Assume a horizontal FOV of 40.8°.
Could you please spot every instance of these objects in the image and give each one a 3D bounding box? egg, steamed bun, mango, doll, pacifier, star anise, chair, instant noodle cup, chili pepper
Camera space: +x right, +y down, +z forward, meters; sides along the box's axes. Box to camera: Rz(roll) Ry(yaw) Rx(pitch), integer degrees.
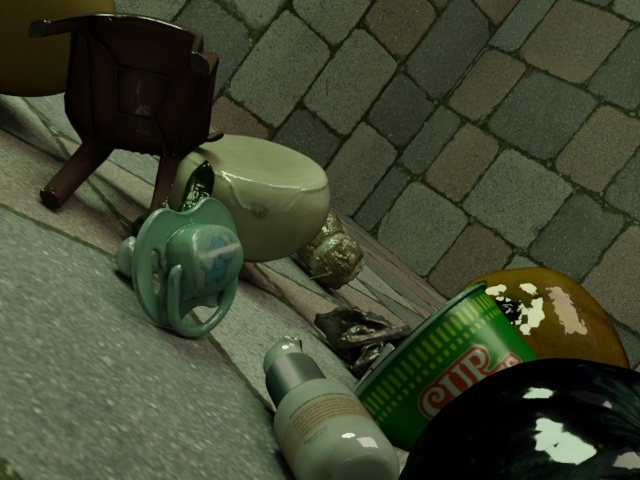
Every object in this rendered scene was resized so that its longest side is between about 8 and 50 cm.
[{"bbox_3d":[-0.391,-0.309,1.022,0.322,0.250,0.250,36,6,-6],"label":"egg"},{"bbox_3d":[-0.105,-0.048,1.185,0.232,0.145,0.232,13,22,-5],"label":"steamed bun"},{"bbox_3d":[0.290,0.210,1.073,0.378,0.221,0.264,58,20,-17],"label":"mango"},{"bbox_3d":[0.000,-0.007,1.599,0.115,0.105,0.221,3,45,-37],"label":"doll"},{"bbox_3d":[-0.137,0.025,0.793,0.117,0.126,0.150,-1,17,29],"label":"pacifier"},{"bbox_3d":[0.086,0.146,1.120,0.209,0.089,0.231,33,-3,3],"label":"star anise"},{"bbox_3d":[-0.195,-0.160,0.958,0.176,0.183,0.326,11,22,-5],"label":"chair"},{"bbox_3d":[0.174,0.190,0.858,0.232,0.207,0.207,46,8,16],"label":"instant noodle cup"},{"bbox_3d":[-0.159,-0.028,1.000,0.073,0.050,0.182,65,21,-19],"label":"chili pepper"}]

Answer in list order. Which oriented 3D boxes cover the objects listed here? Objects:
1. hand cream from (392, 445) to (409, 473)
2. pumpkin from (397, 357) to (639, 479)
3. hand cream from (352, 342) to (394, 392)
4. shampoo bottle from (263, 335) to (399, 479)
[{"bbox_3d":[0.118,0.236,0.729,0.248,0.083,0.133,28,2,18],"label":"hand cream"},{"bbox_3d":[0.178,0.214,0.449,0.315,0.238,0.315,20,15,-6],"label":"pumpkin"},{"bbox_3d":[0.110,0.196,1.011,0.142,0.084,0.053,40,-32,3],"label":"hand cream"},{"bbox_3d":[-0.004,0.141,0.681,0.074,0.074,0.192,34,5,-28],"label":"shampoo bottle"}]
